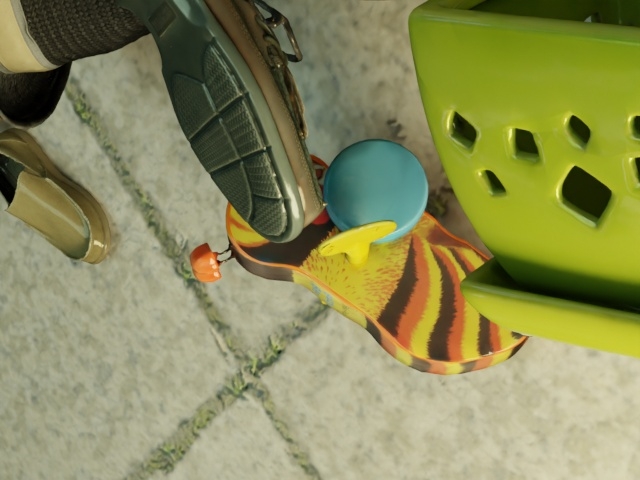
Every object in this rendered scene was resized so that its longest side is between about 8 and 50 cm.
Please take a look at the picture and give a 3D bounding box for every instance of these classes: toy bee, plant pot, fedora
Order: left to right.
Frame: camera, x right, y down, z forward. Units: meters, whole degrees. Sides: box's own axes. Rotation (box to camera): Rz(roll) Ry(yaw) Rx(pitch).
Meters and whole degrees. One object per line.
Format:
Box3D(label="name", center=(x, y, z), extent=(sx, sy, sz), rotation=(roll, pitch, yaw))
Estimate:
Box3D(label="fedora", center=(-0.153, -0.229, 1.364), extent=(0.152, 0.334, 0.334), rotation=(2, 107, 7))
Box3D(label="toy bee", center=(0.000, 0.000, 1.348), extent=(0.298, 0.162, 0.195), rotation=(44, 171, 31))
Box3D(label="plant pot", center=(0.207, -0.055, 1.126), extent=(0.228, 0.227, 0.207), rotation=(10, 116, 37))

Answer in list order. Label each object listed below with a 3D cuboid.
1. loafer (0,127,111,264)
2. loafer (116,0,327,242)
Box3D(label="loafer", center=(-0.230, -0.032, 1.604), extent=(0.148, 0.050, 0.056), rotation=(43, 126, 22))
Box3D(label="loafer", center=(-0.059, -0.131, 1.228), extent=(0.267, 0.084, 0.096), rotation=(61, 149, -5))
